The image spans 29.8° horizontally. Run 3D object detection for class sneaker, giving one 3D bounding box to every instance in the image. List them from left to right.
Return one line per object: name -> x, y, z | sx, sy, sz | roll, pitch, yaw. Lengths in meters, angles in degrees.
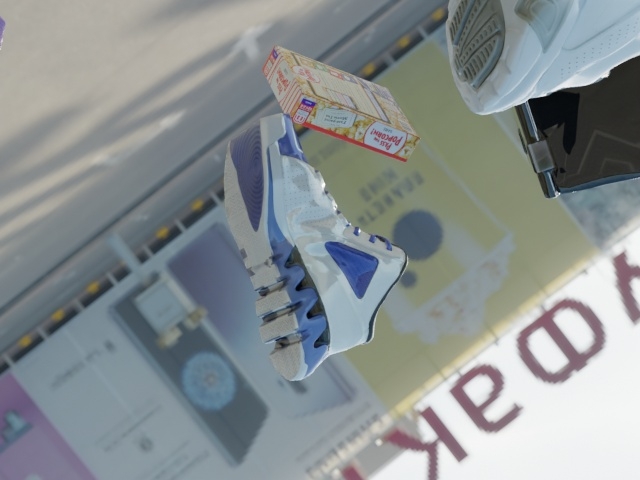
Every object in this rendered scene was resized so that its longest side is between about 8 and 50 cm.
sneaker -> 0.000, 0.001, 1.490 | 0.182, 0.316, 0.127 | -11, 177, -30
sneaker -> 0.150, -0.147, 0.591 | 0.115, 0.090, 0.232 | -8, 162, -21

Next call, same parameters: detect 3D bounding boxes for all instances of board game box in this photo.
board game box -> 0.028, -0.189, 1.657 | 0.045, 0.193, 0.147 | -59, -149, 24

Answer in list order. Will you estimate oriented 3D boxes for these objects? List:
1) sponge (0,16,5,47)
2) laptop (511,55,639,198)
sponge -> -0.357, -0.170, 1.125 | 0.031, 0.117, 0.210 | -24, -135, 23
laptop -> 0.271, -0.260, 1.181 | 0.236, 0.382, 0.408 | -17, -174, 10
